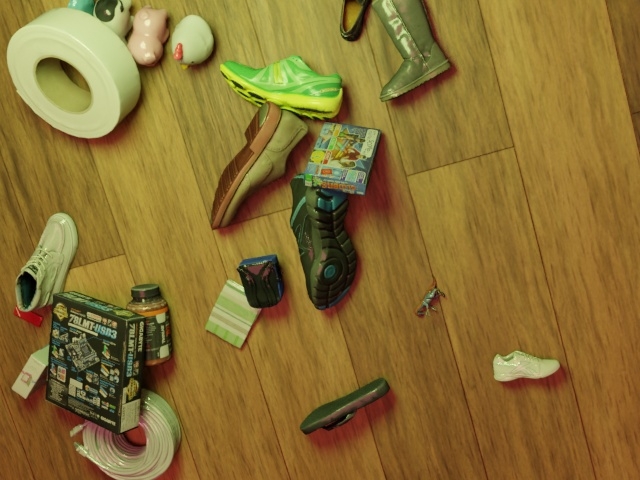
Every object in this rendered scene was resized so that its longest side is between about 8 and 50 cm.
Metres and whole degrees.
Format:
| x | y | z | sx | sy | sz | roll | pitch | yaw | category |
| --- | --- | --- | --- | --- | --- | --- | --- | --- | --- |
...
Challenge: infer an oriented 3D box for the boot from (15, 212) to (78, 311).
| x | y | z | sx | sy | sz | roll | pitch | yaw | category |
| --- | --- | --- | --- | --- | --- | --- | --- | --- | --- |
| -0.706 | 0.060 | 1.594 | 0.095 | 0.123 | 0.258 | 16 | 103 | 7 | boot |

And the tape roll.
| x | y | z | sx | sy | sz | roll | pitch | yaw | category |
| --- | --- | --- | --- | --- | --- | --- | --- | --- | --- |
| -0.567 | -0.380 | 1.432 | 0.286 | 0.100 | 0.286 | 12 | 136 | 12 | tape roll |

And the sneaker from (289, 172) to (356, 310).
| x | y | z | sx | sy | sz | roll | pitch | yaw | category |
| --- | --- | --- | --- | --- | --- | --- | --- | --- | --- |
| 0.000 | 0.000 | 1.470 | 0.140 | 0.125 | 0.340 | 27 | 125 | 48 | sneaker |

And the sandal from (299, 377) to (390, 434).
| x | y | z | sx | sy | sz | roll | pitch | yaw | category |
| --- | --- | --- | --- | --- | --- | --- | --- | --- | --- |
| 0.060 | 0.424 | 1.533 | 0.255 | 0.097 | 0.054 | -29 | 94 | 14 | sandal |

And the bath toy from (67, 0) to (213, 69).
| x | y | z | sx | sy | sz | roll | pitch | yaw | category |
| --- | --- | --- | --- | --- | --- | --- | --- | --- | --- |
| -0.423 | -0.471 | 1.444 | 0.348 | 0.129 | 0.151 | 14 | 136 | 8 | bath toy |

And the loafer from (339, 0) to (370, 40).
| x | y | z | sx | sy | sz | roll | pitch | yaw | category |
| --- | --- | --- | --- | --- | --- | --- | --- | --- | --- |
| 0.078 | -0.531 | 1.373 | 0.062 | 0.061 | 0.170 | 9 | 101 | 10 | loafer |

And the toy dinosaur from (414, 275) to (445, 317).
| x | y | z | sx | sy | sz | roll | pitch | yaw | category |
| --- | --- | --- | --- | --- | --- | --- | --- | --- | --- |
| 0.257 | 0.144 | 1.487 | 0.082 | 0.047 | 0.090 | -29 | 61 | 23 | toy dinosaur |

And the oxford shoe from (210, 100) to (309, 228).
| x | y | z | sx | sy | sz | roll | pitch | yaw | category |
| --- | --- | --- | --- | --- | --- | --- | --- | --- | --- |
| -0.149 | -0.151 | 1.458 | 0.130 | 0.123 | 0.348 | 21 | 122 | -26 | oxford shoe |

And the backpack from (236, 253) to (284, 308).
| x | y | z | sx | sy | sz | roll | pitch | yaw | category |
| --- | --- | --- | --- | --- | --- | --- | --- | --- | --- |
| -0.134 | 0.099 | 1.507 | 0.098 | 0.101 | 0.120 | -9 | 102 | 14 | backpack |

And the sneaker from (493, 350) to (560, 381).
| x | y | z | sx | sy | sz | roll | pitch | yaw | category |
| --- | --- | --- | --- | --- | --- | --- | --- | --- | --- |
| 0.480 | 0.290 | 1.454 | 0.152 | 0.054 | 0.061 | -9 | 96 | 12 | sneaker |

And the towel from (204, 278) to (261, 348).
| x | y | z | sx | sy | sz | roll | pitch | yaw | category |
| --- | --- | --- | --- | --- | --- | --- | --- | --- | --- |
| -0.218 | 0.187 | 1.583 | 0.113 | 0.023 | 0.152 | 30 | 106 | 6 | towel |

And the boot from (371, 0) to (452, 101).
| x | y | z | sx | sy | sz | roll | pitch | yaw | category |
| --- | --- | --- | --- | --- | --- | --- | --- | --- | --- |
| 0.170 | -0.434 | 1.368 | 0.190 | 0.076 | 0.208 | -31 | 101 | 0 | boot |

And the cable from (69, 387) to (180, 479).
| x | y | z | sx | sy | sz | roll | pitch | yaw | category |
| --- | --- | --- | --- | --- | --- | --- | --- | --- | --- |
| -0.503 | 0.521 | 1.660 | 0.257 | 0.089 | 0.257 | 45 | 103 | 0 | cable |

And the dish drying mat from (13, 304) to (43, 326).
| x | y | z | sx | sy | sz | roll | pitch | yaw | category |
| --- | --- | --- | --- | --- | --- | --- | --- | --- | --- |
| -0.799 | 0.207 | 1.697 | 0.083 | 0.008 | 0.032 | 26 | 103 | 5 | dish drying mat |

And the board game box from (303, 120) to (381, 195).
| x | y | z | sx | sy | sz | roll | pitch | yaw | category |
| --- | --- | --- | --- | --- | --- | --- | --- | --- | --- |
| 0.052 | -0.186 | 1.378 | 0.136 | 0.201 | 0.035 | 11 | 136 | 9 | board game box |

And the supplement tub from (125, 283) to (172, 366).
| x | y | z | sx | sy | sz | roll | pitch | yaw | category |
| --- | --- | --- | --- | --- | --- | --- | --- | --- | --- |
| -0.437 | 0.213 | 1.581 | 0.106 | 0.106 | 0.197 | -1 | 99 | 11 | supplement tub |

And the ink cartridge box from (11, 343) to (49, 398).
| x | y | z | sx | sy | sz | roll | pitch | yaw | category |
| --- | --- | --- | --- | --- | --- | --- | --- | --- | --- |
| -0.763 | 0.352 | 1.676 | 0.052 | 0.088 | 0.122 | 37 | 104 | 1 | ink cartridge box |

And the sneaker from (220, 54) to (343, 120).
| x | y | z | sx | sy | sz | roll | pitch | yaw | category |
| --- | --- | --- | --- | --- | --- | --- | --- | --- | --- |
| -0.086 | -0.362 | 1.427 | 0.296 | 0.109 | 0.123 | 17 | 78 | 10 | sneaker |

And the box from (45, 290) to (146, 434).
| x | y | z | sx | sy | sz | roll | pitch | yaw | category |
| --- | --- | --- | --- | --- | --- | --- | --- | --- | --- |
| -0.571 | 0.300 | 1.568 | 0.296 | 0.073 | 0.293 | 11 | 97 | 31 | box |
